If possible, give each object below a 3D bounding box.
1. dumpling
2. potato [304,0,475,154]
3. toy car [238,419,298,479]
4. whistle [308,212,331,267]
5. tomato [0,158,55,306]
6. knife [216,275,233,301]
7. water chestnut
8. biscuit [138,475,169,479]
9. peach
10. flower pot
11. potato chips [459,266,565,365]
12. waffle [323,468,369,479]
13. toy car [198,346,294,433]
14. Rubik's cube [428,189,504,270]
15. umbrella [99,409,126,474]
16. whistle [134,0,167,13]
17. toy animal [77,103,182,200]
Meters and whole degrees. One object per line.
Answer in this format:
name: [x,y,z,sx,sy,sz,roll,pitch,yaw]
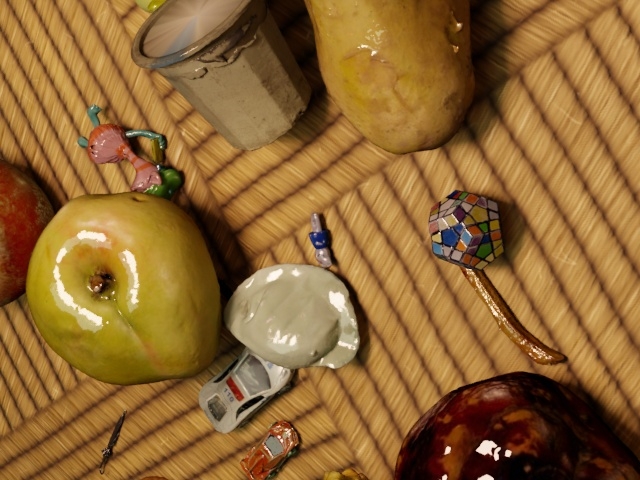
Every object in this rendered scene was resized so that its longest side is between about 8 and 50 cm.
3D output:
dumpling: [-0.038,0.120,1.625,0.219,0.108,0.152,19,68,16]
potato: [0.097,-0.241,1.382,0.229,0.229,0.266,-4,114,36]
toy car: [-0.080,0.338,1.738,0.059,0.035,0.122,52,127,19]
whistle: [0.000,0.000,1.599,0.033,0.029,0.083,1,107,54]
tomato: [-0.584,-0.021,1.897,0.270,0.222,0.270,9,119,17]
knife: [-0.147,0.088,1.740,0.170,0.010,0.023,51,131,14]
water chestnut: [0.253,0.341,1.372,0.335,0.347,0.335,-4,70,11]
biscuit: [-0.281,0.511,1.931,0.188,0.027,0.187,9,106,33]
peach: [-0.297,0.077,1.652,0.281,0.315,0.314,-19,93,-4]
flower pot: [-0.116,-0.248,1.500,0.212,0.212,0.202,-11,135,37]
potato chips: [0.244,0.091,1.451,0.204,0.026,0.037,51,121,16]
waffle: [0.115,0.486,1.440,0.095,0.379,0.382,-29,106,1]
toy car: [-0.120,0.230,1.728,0.205,0.056,0.095,-44,74,35]
Rubik's cube: [0.191,-0.013,1.420,0.111,0.111,0.093,-29,110,37]
umbrella: [-0.380,0.364,1.972,0.022,0.022,0.148,45,119,47]
whistle: [-0.201,-0.319,1.600,0.141,0.141,0.294,-10,97,37]
toy animal: [-0.310,-0.145,1.762,0.208,0.100,0.103,35,80,27]
